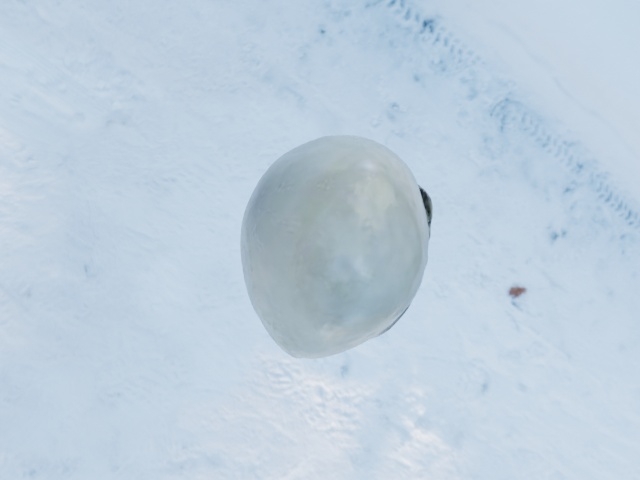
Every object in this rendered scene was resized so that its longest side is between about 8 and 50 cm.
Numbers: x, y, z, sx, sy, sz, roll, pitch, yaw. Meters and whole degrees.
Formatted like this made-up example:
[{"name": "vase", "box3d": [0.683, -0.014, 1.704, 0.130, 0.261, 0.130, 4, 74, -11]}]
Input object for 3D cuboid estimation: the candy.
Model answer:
[{"name": "candy", "box3d": [0.000, 0.000, 0.730, 0.185, 0.296, 0.295, 28, 86, -29]}]
